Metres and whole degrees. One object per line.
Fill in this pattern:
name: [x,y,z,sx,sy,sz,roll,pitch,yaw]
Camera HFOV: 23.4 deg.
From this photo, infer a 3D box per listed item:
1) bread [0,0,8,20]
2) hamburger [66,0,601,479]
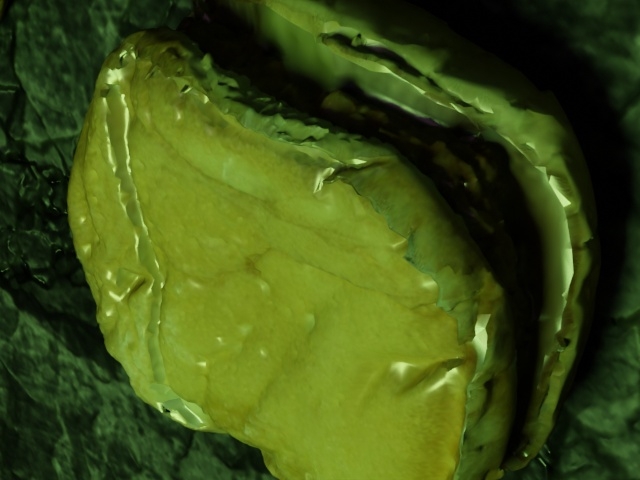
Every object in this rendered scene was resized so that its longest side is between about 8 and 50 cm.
bread: [-0.287,-0.195,0.952,0.198,0.120,0.236,15,123,41]
hamburger: [0.001,0.000,0.757,0.283,0.145,0.259,31,136,24]
